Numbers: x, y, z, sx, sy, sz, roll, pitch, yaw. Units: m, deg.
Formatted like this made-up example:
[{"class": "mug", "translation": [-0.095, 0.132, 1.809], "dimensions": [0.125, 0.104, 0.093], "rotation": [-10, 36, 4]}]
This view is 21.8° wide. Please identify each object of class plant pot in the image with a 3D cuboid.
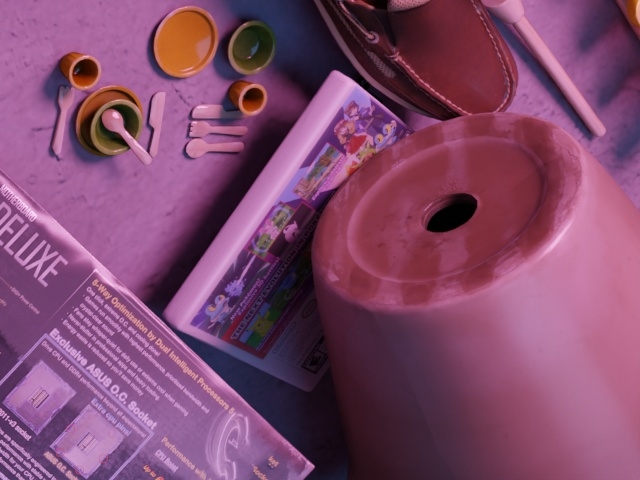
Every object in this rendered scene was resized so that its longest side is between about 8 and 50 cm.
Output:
[{"class": "plant pot", "translation": [0.135, 0.075, 1.132], "dimensions": [0.323, 0.323, 0.280], "rotation": [-39, 127, -15]}]

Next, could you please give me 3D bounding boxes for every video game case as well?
[{"class": "video game case", "translation": [0.000, 0.000, 1.159], "dimensions": [0.201, 0.023, 0.183], "rotation": [-54, 145, 2]}]

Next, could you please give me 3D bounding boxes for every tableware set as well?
[{"class": "tableware set", "translation": [-0.098, -0.100, 1.074], "dimensions": [0.154, 0.024, 0.104], "rotation": [-2, 111, -35]}]

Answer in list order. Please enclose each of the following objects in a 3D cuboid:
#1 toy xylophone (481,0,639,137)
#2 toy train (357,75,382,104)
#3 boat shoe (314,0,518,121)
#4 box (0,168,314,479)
[{"class": "toy xylophone", "translation": [0.259, -0.201, 1.247], "dimensions": [0.322, 0.081, 0.236], "rotation": [37, 88, -40]}, {"class": "toy train", "translation": [0.050, -0.135, 1.156], "dimensions": [0.027, 0.036, 0.158], "rotation": [30, 92, -40]}, {"class": "boat shoe", "translation": [0.047, -0.158, 1.072], "dimensions": [0.257, 0.095, 0.095], "rotation": [41, 88, -28]}, {"class": "box", "translation": [-0.196, 0.119, 0.986], "dimensions": [0.307, 0.076, 0.242], "rotation": [44, 81, -12]}]
